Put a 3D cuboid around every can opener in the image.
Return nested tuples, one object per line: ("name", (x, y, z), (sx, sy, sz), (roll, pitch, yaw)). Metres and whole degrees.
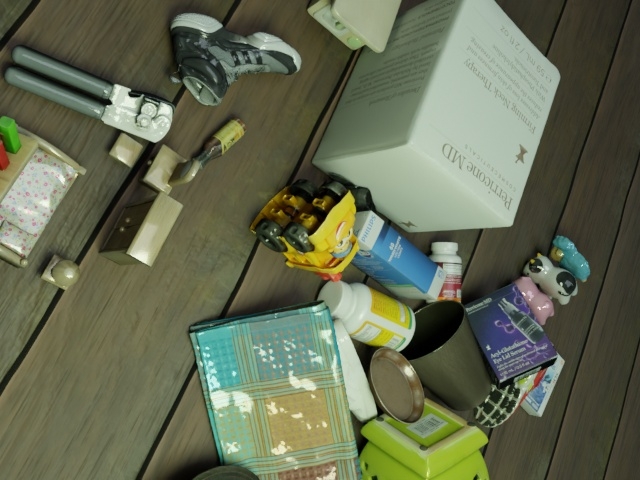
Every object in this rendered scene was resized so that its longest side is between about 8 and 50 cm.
("can opener", (-0.390, -0.249, 1.089), (0.280, 0.093, 0.074), (18, 107, -30))

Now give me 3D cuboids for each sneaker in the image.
("sneaker", (-0.168, -0.330, 1.232), (0.269, 0.101, 0.153), (10, 83, -28))
("sneaker", (0.012, 0.305, 1.332), (0.169, 0.108, 0.292), (-26, 123, -6))
("sneaker", (0.070, -0.082, 1.407), (0.170, 0.089, 0.051), (70, 34, -56))
("sneaker", (0.510, 0.372, 1.618), (0.118, 0.107, 0.279), (26, 104, -43))

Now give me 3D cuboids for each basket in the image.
("basket", (0.301, 0.284, 1.494), (0.204, 0.154, 0.227), (-36, 117, 2))

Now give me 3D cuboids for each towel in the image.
("towel", (-0.081, 0.316, 1.213), (0.272, 0.040, 0.370), (-11, 95, -2))

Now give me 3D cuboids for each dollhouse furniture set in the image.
("dollhouse furniture set", (-0.412, -0.105, 1.000), (0.355, 0.174, 0.303), (35, 68, -29))

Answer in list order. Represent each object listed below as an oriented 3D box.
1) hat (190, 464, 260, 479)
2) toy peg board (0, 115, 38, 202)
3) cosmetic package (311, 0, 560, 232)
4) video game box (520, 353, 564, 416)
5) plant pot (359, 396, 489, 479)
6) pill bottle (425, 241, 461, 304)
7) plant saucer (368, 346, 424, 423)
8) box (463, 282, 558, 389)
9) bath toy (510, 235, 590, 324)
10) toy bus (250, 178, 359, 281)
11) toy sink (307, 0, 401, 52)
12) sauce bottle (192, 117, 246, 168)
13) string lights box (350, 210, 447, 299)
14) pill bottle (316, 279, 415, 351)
("hat", (-0.232, 0.557, 1.116), (0.331, 0.134, 0.331), (8, 80, -54))
("toy peg board", (-0.529, -0.130, 0.915), (0.161, 0.079, 0.160), (20, 59, -3))
("cosmetic package", (0.255, -0.265, 1.384), (0.329, 0.327, 0.393), (32, 71, -30))
("video game box", (0.580, 0.354, 1.750), (0.205, 0.048, 0.187), (44, 63, -25))
("plant pot", (0.217, 0.477, 1.349), (0.228, 0.227, 0.207), (-13, 113, -37))
("pill bottle", (0.301, 0.082, 1.544), (0.086, 0.086, 0.152), (6, 84, -35))
("plant saucer", (0.155, 0.309, 1.333), (0.168, 0.029, 0.168), (31, 41, -31))
("box", (0.450, 0.232, 1.531), (0.153, 0.108, 0.207), (-26, 64, 1))
("bath toy", (0.574, 0.140, 1.705), (0.348, 0.151, 0.129), (-41, 127, -21))
("toy bus", (0.000, 0.000, 1.264), (0.149, 0.220, 0.211), (-49, 120, -23))
("toy sink", (0.075, -0.524, 1.391), (0.153, 0.131, 0.234), (30, 66, -30))
("sauce bottle", (-0.199, -0.189, 1.235), (0.128, 0.042, 0.042), (-49, 114, -24))
("string lights box", (0.144, 0.038, 1.407), (0.260, 0.133, 0.076), (37, 68, -28))
("pill bottle", (0.097, 0.162, 1.378), (0.208, 0.118, 0.117), (27, 73, -31))
